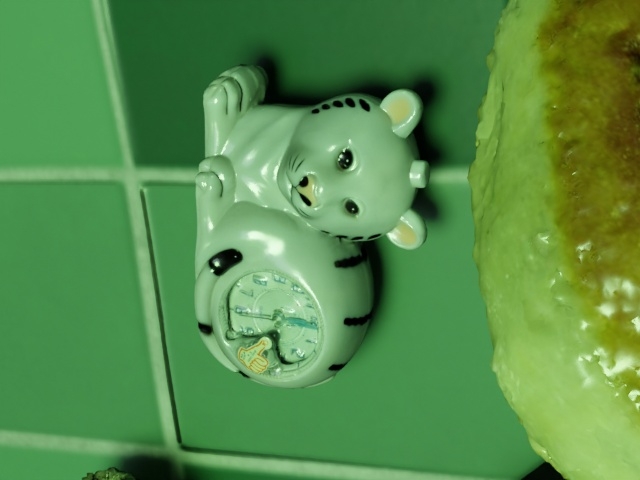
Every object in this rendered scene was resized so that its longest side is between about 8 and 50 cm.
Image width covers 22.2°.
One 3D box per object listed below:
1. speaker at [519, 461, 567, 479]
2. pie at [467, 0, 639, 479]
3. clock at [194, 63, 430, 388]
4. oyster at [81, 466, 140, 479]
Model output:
[{"bbox_3d":[0.185,0.177,0.786,0.192,0.153,0.231,49,122,4],"label":"speaker"},{"bbox_3d":[0.205,-0.019,0.655,0.315,0.092,0.315,-1,74,5],"label":"pie"},{"bbox_3d":[0.000,0.000,0.859,0.117,0.080,0.176,11,112,23],"label":"clock"},{"bbox_3d":[-0.090,0.247,0.997,0.198,0.092,0.259,17,119,25],"label":"oyster"}]
